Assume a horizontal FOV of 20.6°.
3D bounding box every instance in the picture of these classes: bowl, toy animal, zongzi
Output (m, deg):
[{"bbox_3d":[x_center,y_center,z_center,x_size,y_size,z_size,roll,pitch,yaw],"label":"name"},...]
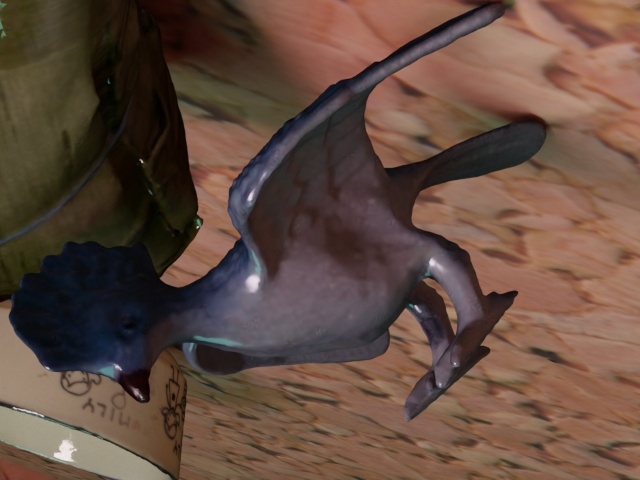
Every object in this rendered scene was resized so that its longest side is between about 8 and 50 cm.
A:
[{"bbox_3d":[-0.215,0.116,1.502,0.238,0.126,0.238,16,164,5],"label":"bowl"},{"bbox_3d":[0.000,0.000,0.776,0.176,0.255,0.239,36,142,8],"label":"toy animal"},{"bbox_3d":[-0.217,-0.073,0.715,0.323,0.160,0.360,-13,161,-8],"label":"zongzi"}]
